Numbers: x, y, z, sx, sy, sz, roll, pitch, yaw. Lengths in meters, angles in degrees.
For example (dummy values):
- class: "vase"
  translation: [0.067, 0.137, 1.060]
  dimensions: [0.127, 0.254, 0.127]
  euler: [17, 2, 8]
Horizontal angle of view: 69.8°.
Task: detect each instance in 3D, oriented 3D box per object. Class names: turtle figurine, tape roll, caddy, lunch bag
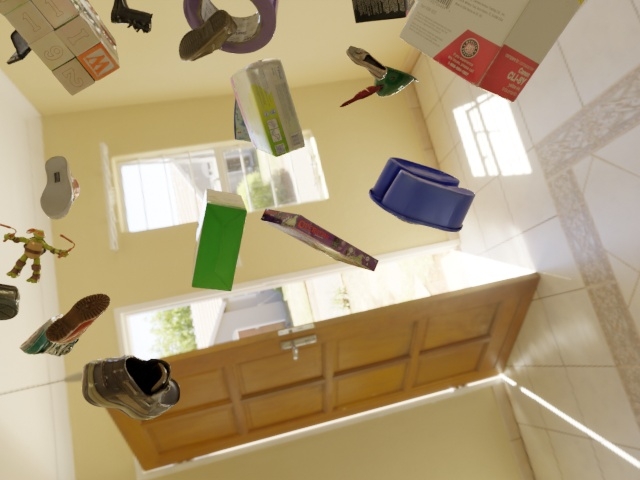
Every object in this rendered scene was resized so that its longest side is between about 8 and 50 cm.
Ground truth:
- class: "turtle figurine"
  translation: [-1.087, 0.039, 1.711]
  dimensions: [0.087, 0.269, 0.217]
  euler: [35, 102, 55]
- class: "tape roll"
  translation: [-0.181, -0.487, 0.946]
  dimensions: [0.189, 0.189, 0.080]
  euler: [105, 169, -66]
- class: "caddy"
  translation: [0.326, -0.133, 1.497]
  dimensions: [0.241, 0.341, 0.179]
  euler: [-111, 39, -59]
- class: "lunch bag"
  translation: [-0.228, -0.421, 1.581]
  dimensions: [0.096, 0.129, 0.151]
  euler: [-74, -10, -49]

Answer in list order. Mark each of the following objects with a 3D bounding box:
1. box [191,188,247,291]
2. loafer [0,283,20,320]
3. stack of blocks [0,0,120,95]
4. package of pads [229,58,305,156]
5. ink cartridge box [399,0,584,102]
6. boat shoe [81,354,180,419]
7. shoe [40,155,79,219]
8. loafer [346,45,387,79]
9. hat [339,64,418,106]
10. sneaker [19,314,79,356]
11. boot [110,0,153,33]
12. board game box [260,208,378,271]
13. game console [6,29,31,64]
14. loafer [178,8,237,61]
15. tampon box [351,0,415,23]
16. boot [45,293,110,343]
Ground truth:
- class: "box"
  translation: [-0.323, -0.008, 1.430]
  dimensions: [0.231, 0.127, 0.262]
  euler: [-131, 53, -69]
- class: "loafer"
  translation: [-0.855, 0.123, 1.069]
  dimensions: [0.096, 0.267, 0.084]
  euler: [-48, 41, 25]
- class: "stack of blocks"
  translation: [-0.427, -0.383, 0.662]
  dimensions: [0.297, 0.087, 0.171]
  euler: [60, 179, -42]
- class: "package of pads"
  translation: [-0.146, -0.355, 1.225]
  dimensions: [0.296, 0.101, 0.229]
  euler: [-142, 32, -66]
- class: "ink cartridge box"
  translation: [0.383, -0.530, 0.939]
  dimensions: [0.279, 0.160, 0.385]
  euler: [56, 129, 38]
- class: "boat shoe"
  translation: [-0.449, 0.379, 1.183]
  dimensions: [0.355, 0.130, 0.132]
  euler: [57, -165, -63]
- class: "shoe"
  translation: [-0.574, -0.101, 1.023]
  dimensions: [0.081, 0.063, 0.178]
  euler: [94, 159, -55]
- class: "loafer"
  translation: [0.127, -0.484, 1.227]
  dimensions: [0.125, 0.045, 0.039]
  euler: [37, 163, -4]
- class: "hat"
  translation: [0.225, -0.525, 1.658]
  dimensions: [0.208, 0.173, 0.183]
  euler: [35, 112, 38]
- class: "sneaker"
  translation: [-0.876, 0.328, 1.515]
  dimensions: [0.121, 0.108, 0.302]
  euler: [47, 172, -10]
- class: "boot"
  translation: [-0.502, -0.612, 1.230]
  dimensions: [0.045, 0.099, 0.121]
  euler: [123, 148, -55]
- class: "board game box"
  translation: [0.000, 0.000, 1.451]
  dimensions: [0.208, 0.347, 0.056]
  euler: [21, 83, 54]
- class: "game console"
  translation: [-0.879, -0.588, 1.341]
  dimensions: [0.071, 0.107, 0.122]
  euler: [57, -144, -46]
- class: "loafer"
  translation: [-0.221, -0.394, 0.905]
  dimensions: [0.050, 0.148, 0.056]
  euler: [4, -107, -56]
- class: "tampon box"
  translation: [0.187, -0.726, 1.361]
  dimensions: [0.101, 0.161, 0.120]
  euler: [72, -146, -43]
- class: "boot"
  translation: [-0.584, 0.193, 1.124]
  dimensions: [0.059, 0.158, 0.084]
  euler: [46, 157, 12]
